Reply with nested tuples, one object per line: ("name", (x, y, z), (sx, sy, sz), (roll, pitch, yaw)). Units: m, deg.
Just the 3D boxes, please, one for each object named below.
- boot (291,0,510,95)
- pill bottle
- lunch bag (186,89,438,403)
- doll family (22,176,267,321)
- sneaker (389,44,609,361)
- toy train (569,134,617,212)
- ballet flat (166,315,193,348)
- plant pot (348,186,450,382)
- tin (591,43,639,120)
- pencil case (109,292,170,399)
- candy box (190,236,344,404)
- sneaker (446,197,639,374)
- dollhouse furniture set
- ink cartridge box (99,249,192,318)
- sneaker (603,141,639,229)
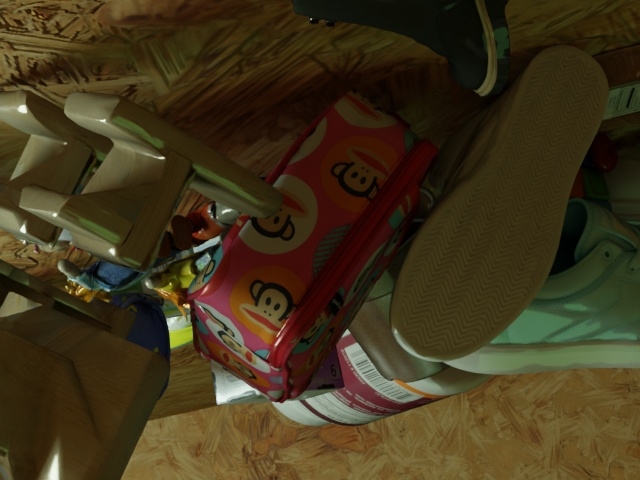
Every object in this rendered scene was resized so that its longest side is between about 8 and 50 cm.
("boot", (0.049, -0.148, 0.735), (0.137, 0.076, 0.198), (-9, 155, 6))
("pill bottle", (0.076, 0.146, 1.674), (0.224, 0.224, 0.392), (-5, 166, -30))
("lunch bag", (0.000, 0.000, 0.999), (0.258, 0.120, 0.293), (-55, 174, -15))
("doll family", (-0.165, 0.020, 1.125), (0.263, 0.118, 0.163), (-1, 164, -41))
("sneaker", (0.135, -0.015, 0.989), (0.108, 0.292, 0.169), (34, 162, -4))
("toy train", (0.228, -0.038, 1.195), (0.105, 0.143, 0.248), (-22, 164, 36))
("ballet flat", (-0.151, 0.082, 1.555), (0.231, 0.077, 0.077), (-17, 146, 10))
("plant pot", (0.083, 0.054, 1.252), (0.167, 0.165, 0.167), (-25, -156, 12))
("tin", (0.302, -0.148, 1.037), (0.190, 0.040, 0.106), (-14, 163, 6))
("pencil case", (-0.311, 0.118, 1.268), (0.306, 0.119, 0.133), (-1, 143, 26))
("candy box", (-0.061, 0.084, 1.328), (0.070, 0.196, 0.165), (-19, 166, 30))
("sneaker", (0.284, 0.032, 1.105), (0.366, 0.135, 0.150), (-9, 126, -15))
("dollhouse furniture set", (-0.207, 0.108, 0.834), (0.256, 0.362, 0.394), (31, 169, -36))
("ink cartridge box", (-0.209, 0.061, 1.392), (0.109, 0.062, 0.209), (-9, 167, -14))
("sneaker", (0.396, -0.074, 1.294), (0.297, 0.129, 0.111), (1, 179, 34))
